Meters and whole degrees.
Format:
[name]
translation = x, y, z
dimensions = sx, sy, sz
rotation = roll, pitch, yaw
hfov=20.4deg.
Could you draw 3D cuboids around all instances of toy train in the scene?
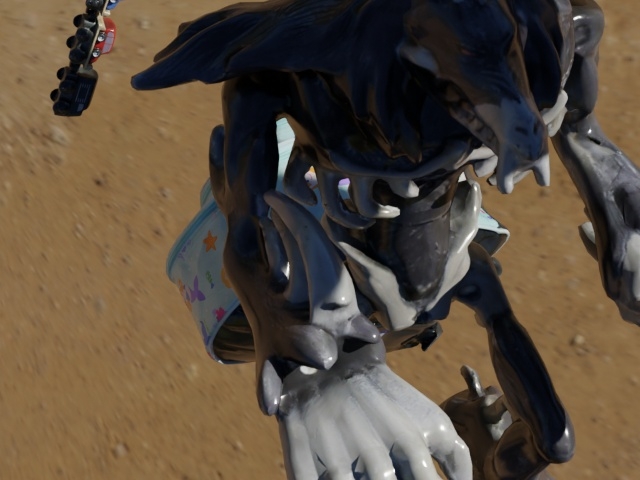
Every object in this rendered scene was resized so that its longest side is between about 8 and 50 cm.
[toy train]
translation = -0.183, -0.164, 1.434
dimensions = 0.036, 0.027, 0.158
rotation = 7, 128, -22

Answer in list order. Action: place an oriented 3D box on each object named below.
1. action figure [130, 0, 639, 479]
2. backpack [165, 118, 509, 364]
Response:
[action figure]
translation = 0.044, 0.016, 0.491
dimensions = 0.164, 0.141, 0.276
rotation = -19, 134, -19
[backpack]
translation = 0.000, 0.000, 1.490
dimensions = 0.253, 0.225, 0.191
rotation = -8, 61, -45
